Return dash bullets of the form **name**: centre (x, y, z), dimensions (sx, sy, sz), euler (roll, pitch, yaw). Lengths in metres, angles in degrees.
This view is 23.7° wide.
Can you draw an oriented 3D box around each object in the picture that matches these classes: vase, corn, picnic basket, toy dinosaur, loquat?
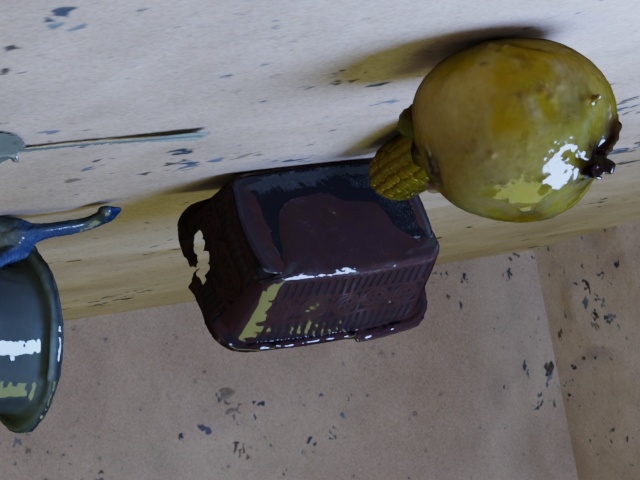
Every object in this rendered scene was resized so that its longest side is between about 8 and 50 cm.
- **vase**: centre (-0.496, 0.125, 1.879), dimensions (0.291, 0.245, 0.245), euler (1, 170, -32)
- **corn**: centre (0.101, -0.084, 1.611), dimensions (0.068, 0.068, 0.207), euler (-9, 175, -16)
- **picnic basket**: centre (0.000, 0.000, 1.751), dimensions (0.297, 0.222, 0.129), euler (-7, 151, -29)
- **toy dinosaur**: centre (-0.371, 0.009, 1.734), dimensions (0.247, 0.075, 0.188), euler (-21, 177, 35)
- **loquat**: centre (0.149, -0.090, 1.242), dimensions (0.204, 0.149, 0.172), euler (3, -175, 34)

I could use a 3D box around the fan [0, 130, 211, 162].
- **fan**: centre (-0.285, -0.071, 1.304), dimensions (0.414, 0.012, 0.233), euler (-7, 174, -24)
